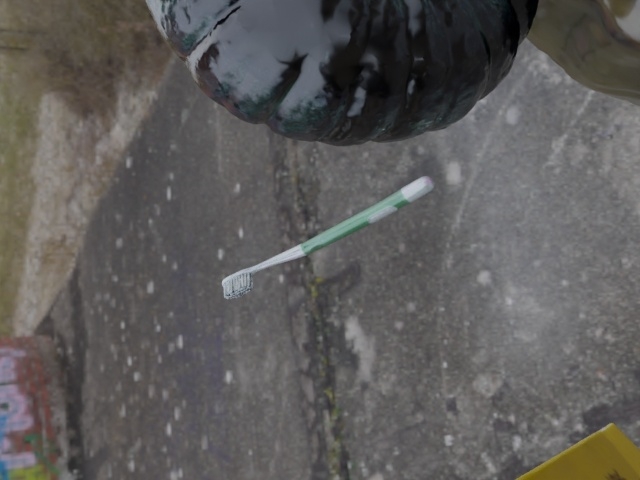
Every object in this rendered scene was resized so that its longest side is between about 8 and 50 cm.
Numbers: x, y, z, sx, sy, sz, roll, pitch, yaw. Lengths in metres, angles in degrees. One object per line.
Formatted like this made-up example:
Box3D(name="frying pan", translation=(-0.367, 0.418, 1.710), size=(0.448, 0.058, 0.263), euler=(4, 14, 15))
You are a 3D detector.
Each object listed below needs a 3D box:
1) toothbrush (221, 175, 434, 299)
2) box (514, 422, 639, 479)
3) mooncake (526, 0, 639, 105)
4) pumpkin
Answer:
Box3D(name="toothbrush", translation=(0.000, 0.000, 0.825), size=(0.257, 0.018, 0.024), euler=(-28, 52, 27))
Box3D(name="box", translation=(0.072, 0.143, 0.221), size=(0.152, 0.269, 0.043), euler=(48, 121, 27))
Box3D(name="mooncake", translation=(0.227, -0.215, 0.450), size=(0.161, 0.291, 0.290), euler=(-42, -47, -85))
Box3D(name="pumpkin", translation=(0.010, -0.136, 0.396), size=(0.150, 0.194, 0.194), euler=(-50, -36, -78))
